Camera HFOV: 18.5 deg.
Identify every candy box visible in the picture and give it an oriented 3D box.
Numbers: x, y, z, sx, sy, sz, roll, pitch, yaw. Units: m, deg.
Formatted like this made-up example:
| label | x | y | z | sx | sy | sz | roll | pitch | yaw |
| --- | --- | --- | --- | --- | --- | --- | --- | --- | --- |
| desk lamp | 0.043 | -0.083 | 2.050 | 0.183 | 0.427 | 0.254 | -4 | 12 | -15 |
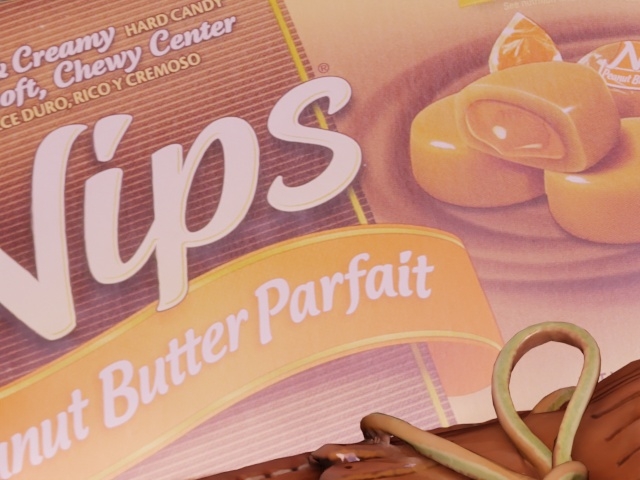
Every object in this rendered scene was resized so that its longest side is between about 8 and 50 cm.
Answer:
| label | x | y | z | sx | sy | sz | roll | pitch | yaw |
| --- | --- | --- | --- | --- | --- | --- | --- | --- | --- |
| candy box | 0.000 | 0.000 | 0.665 | 0.317 | 0.087 | 0.182 | -10 | 67 | -2 |

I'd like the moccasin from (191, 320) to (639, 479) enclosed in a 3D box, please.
| label | x | y | z | sx | sy | sz | roll | pitch | yaw |
| --- | --- | --- | --- | --- | --- | --- | --- | --- | --- |
| moccasin | 0.094 | 0.091 | 0.532 | 0.380 | 0.147 | 0.139 | 0 | 44 | -15 |
